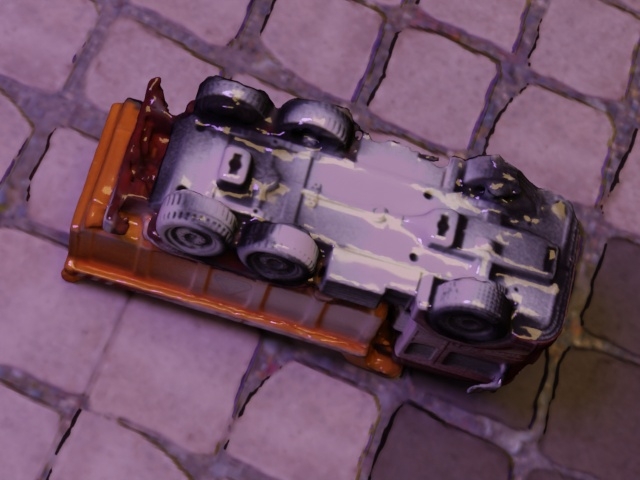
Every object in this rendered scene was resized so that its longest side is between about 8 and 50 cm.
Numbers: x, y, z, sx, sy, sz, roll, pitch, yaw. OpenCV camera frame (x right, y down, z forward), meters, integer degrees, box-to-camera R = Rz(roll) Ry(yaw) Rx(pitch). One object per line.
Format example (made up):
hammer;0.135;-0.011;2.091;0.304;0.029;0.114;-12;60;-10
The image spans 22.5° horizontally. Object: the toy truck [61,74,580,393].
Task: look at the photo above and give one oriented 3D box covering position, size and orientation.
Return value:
toy truck;0.000;0.000;0.900;0.270;0.135;0.114;17;64;-3
